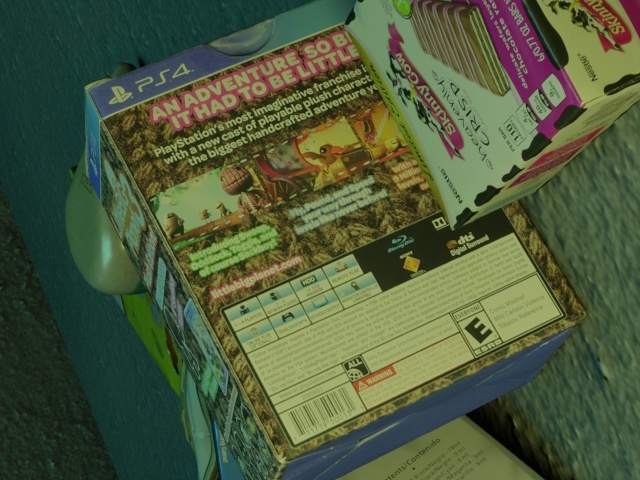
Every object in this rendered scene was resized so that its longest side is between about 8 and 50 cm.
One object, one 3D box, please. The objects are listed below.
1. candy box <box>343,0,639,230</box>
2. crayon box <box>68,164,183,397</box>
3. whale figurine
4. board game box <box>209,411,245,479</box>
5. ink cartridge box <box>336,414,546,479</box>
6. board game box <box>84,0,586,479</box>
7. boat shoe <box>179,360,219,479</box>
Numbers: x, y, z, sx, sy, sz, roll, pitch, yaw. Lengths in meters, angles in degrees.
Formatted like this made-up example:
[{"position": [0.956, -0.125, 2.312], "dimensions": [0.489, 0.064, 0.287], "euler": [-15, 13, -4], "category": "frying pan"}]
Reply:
[{"position": [0.100, -0.117, 0.909], "dimensions": [0.159, 0.071, 0.233], "euler": [63, 163, 9], "category": "candy box"}, {"position": [-0.218, 0.051, 2.049], "dimensions": [0.318, 0.081, 0.202], "euler": [51, 158, 41], "category": "crayon box"}, {"position": [-0.210, -0.069, 1.843], "dimensions": [0.216, 0.141, 0.272], "euler": [40, 124, 55], "category": "whale figurine"}, {"position": [-0.083, 0.142, 1.466], "dimensions": [0.160, 0.047, 0.210], "euler": [-114, 16, -72], "category": "board game box"}, {"position": [0.096, 0.284, 1.264], "dimensions": [0.272, 0.130, 0.309], "euler": [39, 151, 32], "category": "ink cartridge box"}, {"position": [0.000, 0.000, 1.088], "dimensions": [0.291, 0.232, 0.141], "euler": [61, 162, 17], "category": "board game box"}, {"position": [-0.114, 0.234, 1.958], "dimensions": [0.103, 0.113, 0.302], "euler": [-127, 29, -48], "category": "boat shoe"}]
